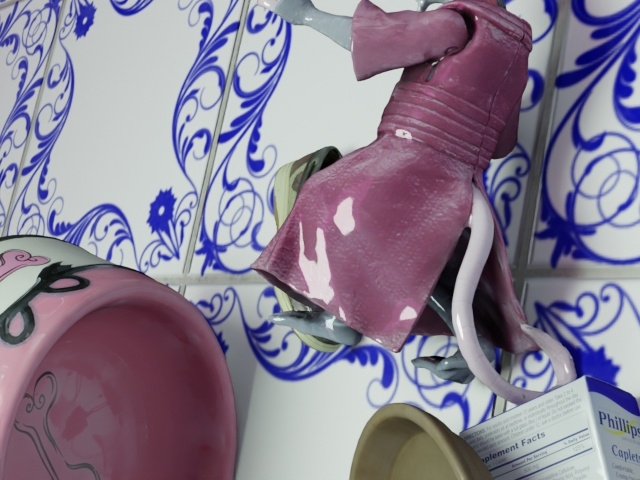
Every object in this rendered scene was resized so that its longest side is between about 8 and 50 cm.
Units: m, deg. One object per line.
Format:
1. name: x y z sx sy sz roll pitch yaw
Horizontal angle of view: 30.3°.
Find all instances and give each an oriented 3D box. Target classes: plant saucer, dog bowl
1. plant saucer: 0.084 0.260 0.888 0.278 0.041 0.278 177 90 -70
2. dog bowl: -0.232 0.200 1.106 0.150 0.408 0.408 3 75 32

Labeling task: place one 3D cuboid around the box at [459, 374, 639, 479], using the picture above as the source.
1. box: 0.179 0.189 0.866 0.126 0.072 0.137 -33 51 37

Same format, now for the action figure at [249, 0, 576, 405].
1. action figure: 0.090 -0.084 0.956 0.275 0.248 0.370 19 91 50

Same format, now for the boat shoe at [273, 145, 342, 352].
1. boat shoe: 0.001 0.000 1.154 0.073 0.080 0.224 -40 42 37
